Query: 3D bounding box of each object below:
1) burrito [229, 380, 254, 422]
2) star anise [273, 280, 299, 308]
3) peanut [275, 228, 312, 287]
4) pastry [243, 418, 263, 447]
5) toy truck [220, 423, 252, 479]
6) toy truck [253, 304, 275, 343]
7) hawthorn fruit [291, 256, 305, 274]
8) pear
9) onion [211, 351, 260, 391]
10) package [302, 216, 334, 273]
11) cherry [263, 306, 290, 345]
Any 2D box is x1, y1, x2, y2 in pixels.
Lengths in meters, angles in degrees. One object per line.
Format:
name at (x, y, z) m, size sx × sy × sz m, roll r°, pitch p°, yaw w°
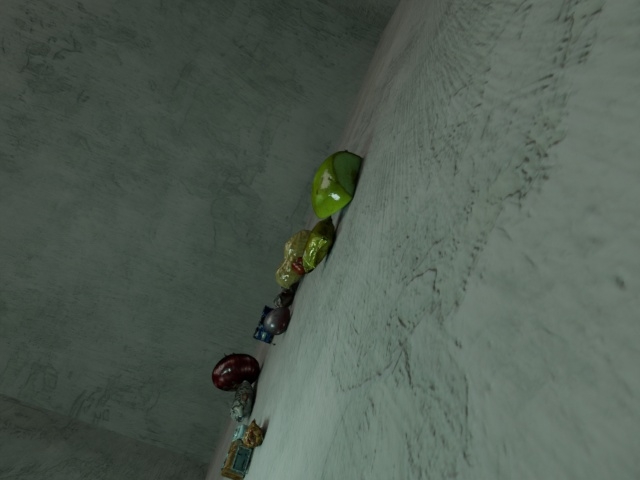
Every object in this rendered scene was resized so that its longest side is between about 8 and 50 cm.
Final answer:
burrito at (-0.390, 0.815, 2.332) m, size 0.139 × 0.101 × 0.445 m, roll -64°, pitch 3°, yaw -7°
star anise at (-0.178, 0.247, 2.421) m, size 0.198 × 0.110 × 0.257 m, roll 128°, pitch 156°, yaw -71°
peanut at (-0.122, 0.088, 2.307) m, size 0.149 × 0.149 × 0.313 m, roll 167°, pitch 125°, yaw -83°
pastry at (-0.223, 0.654, 1.554) m, size 0.087 × 0.063 × 0.169 m, roll -61°, pitch -2°, yaw -18°
toy truck at (-0.279, 0.741, 1.642) m, size 0.115 × 0.080 × 0.177 m, roll -56°, pitch 14°, yaw 44°
toy truck at (-0.307, 0.487, 2.705) m, size 0.126 × 0.113 × 0.208 m, roll 130°, pitch 160°, yaw -72°
hawthorn fruit at (-0.094, 0.118, 2.185) m, size 0.093 × 0.093 × 0.093 m, roll -158°, pitch 90°, yaw -85°
pear at (0.029, -0.211, 1.791) m, size 0.239 × 0.139 × 0.288 m, roll -48°, pitch 17°, yaw 41°
onion at (-0.485, 0.720, 2.628) m, size 0.273 × 0.273 × 0.285 m, roll -64°, pitch 37°, yaw 37°
package at (-0.007, 0.012, 1.725) m, size 0.168 × 0.090 × 0.226 m, roll -62°, pitch 3°, yaw 24°
cherry at (-0.190, 0.376, 2.119) m, size 0.148 × 0.115 × 0.188 m, roll -30°, pitch 8°, yaw -11°
